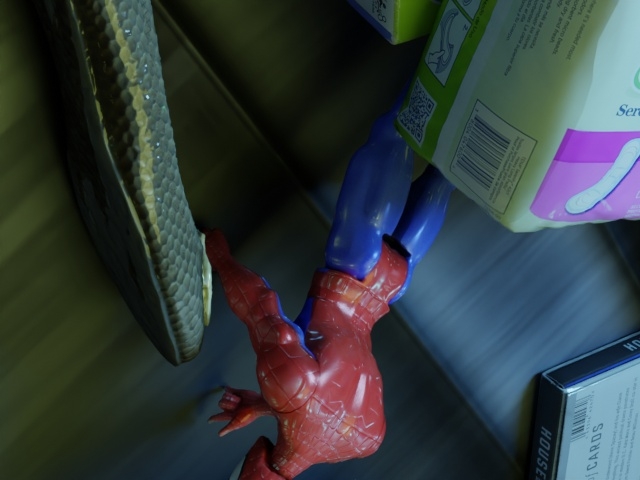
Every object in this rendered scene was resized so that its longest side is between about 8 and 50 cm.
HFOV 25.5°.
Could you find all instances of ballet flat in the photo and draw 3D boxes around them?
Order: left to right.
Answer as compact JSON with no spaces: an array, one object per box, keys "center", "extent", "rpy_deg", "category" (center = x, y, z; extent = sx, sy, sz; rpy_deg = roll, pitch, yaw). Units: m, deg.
[{"center":[-0.078,-0.056,0.589],"extent":[0.058,0.084,0.249],"rpy_deg":[-27,123,-23],"category":"ballet flat"}]

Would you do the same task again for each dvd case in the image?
[{"center":[0.239,0.133,0.976],"extent":[0.239,0.029,0.179],"rpy_deg":[-17,124,-30],"category":"dvd case"}]

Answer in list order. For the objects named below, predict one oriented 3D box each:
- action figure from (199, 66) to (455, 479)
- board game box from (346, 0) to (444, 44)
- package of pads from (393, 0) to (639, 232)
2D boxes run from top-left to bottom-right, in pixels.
[{"center":[0.000,0.000,0.684],"extent":[0.091,0.139,0.280],"rpy_deg":[41,65,-41],"category":"action figure"},{"center":[0.110,-0.270,0.553],"extent":[0.233,0.078,0.347],"rpy_deg":[-22,137,-20],"category":"board game box"},{"center":[0.201,-0.125,0.616],"extent":[0.297,0.101,0.229],"rpy_deg":[-6,130,-35],"category":"package of pads"}]
